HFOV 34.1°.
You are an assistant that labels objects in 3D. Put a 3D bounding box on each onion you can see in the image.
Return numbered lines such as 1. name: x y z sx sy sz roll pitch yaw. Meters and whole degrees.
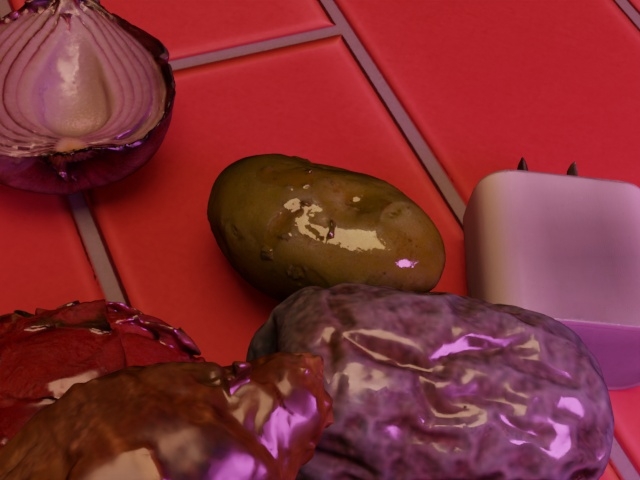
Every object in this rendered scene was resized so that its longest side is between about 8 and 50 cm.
1. onion: -0.272 -0.165 1.150 0.227 0.120 0.283 -1 56 -6

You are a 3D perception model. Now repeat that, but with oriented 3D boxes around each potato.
1. potato: 0.000 0.000 1.033 0.253 0.148 0.186 20 16 32

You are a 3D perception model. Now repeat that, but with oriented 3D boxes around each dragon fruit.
1. dragon fruit: -0.185 0.163 0.835 0.299 0.244 0.244 17 52 19

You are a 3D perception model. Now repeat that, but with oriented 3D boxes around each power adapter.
1. power adapter: 0.246 0.016 1.086 0.187 0.124 0.255 6 52 -6

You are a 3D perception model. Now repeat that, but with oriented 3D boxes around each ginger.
1. ginger: -0.105 0.229 0.668 0.274 0.152 0.357 19 87 -21

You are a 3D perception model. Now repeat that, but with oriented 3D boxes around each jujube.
1. jujube: 0.091 0.151 0.902 0.317 0.226 0.226 10 52 -9
